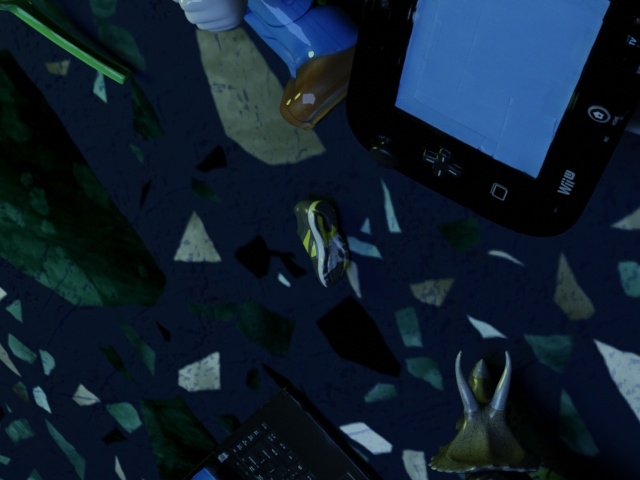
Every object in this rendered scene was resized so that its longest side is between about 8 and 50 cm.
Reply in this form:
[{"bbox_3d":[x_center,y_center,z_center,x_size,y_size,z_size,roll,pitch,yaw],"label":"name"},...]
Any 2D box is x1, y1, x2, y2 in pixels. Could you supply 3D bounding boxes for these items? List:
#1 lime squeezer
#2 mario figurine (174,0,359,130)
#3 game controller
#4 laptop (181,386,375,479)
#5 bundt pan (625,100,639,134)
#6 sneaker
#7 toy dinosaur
[{"bbox_3d":[-0.279,-0.256,1.274,0.110,0.059,0.310,-26,102,18],"label":"lime squeezer"},{"bbox_3d":[-0.108,-0.204,1.060,0.320,0.170,0.198,49,142,-3],"label":"mario figurine"},{"bbox_3d":[0.103,-0.112,0.830,0.166,0.067,0.319,36,154,14],"label":"game controller"},{"bbox_3d":[-0.047,0.311,1.439,0.234,0.136,0.264,47,140,1],"label":"laptop"},{"bbox_3d":[0.154,-0.221,0.807,0.331,0.124,0.331,34,153,20],"label":"bundt pan"},{"bbox_3d":[0.000,0.000,1.236,0.035,0.031,0.083,23,131,46],"label":"sneaker"},{"bbox_3d":[0.181,0.249,1.166,0.313,0.121,0.160,51,166,21],"label":"toy dinosaur"}]
